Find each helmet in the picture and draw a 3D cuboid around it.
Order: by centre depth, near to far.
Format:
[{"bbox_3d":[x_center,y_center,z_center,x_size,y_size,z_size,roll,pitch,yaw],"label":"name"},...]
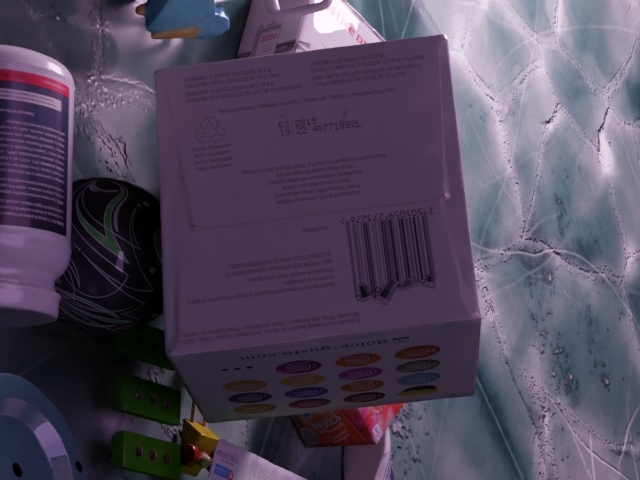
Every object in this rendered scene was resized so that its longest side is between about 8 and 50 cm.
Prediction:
[{"bbox_3d":[-0.251,0.025,1.913,0.169,0.169,0.161,50,30,-35],"label":"helmet"}]

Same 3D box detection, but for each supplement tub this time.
[{"bbox_3d":[-0.355,-0.054,1.768,0.191,0.191,0.272,14,72,-52],"label":"supplement tub"}]

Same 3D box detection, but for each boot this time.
[{"bbox_3d":[0.077,0.340,2.390,0.086,0.069,0.190,22,74,-57],"label":"boot"}]

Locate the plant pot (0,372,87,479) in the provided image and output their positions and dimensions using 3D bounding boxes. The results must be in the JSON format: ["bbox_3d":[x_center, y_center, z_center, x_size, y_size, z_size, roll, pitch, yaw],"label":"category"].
[{"bbox_3d":[-0.368,0.247,1.575,0.271,0.255,0.271,48,28,-36],"label":"plant pot"}]

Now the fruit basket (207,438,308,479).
[{"bbox_3d":[-0.095,0.434,2.089,0.353,0.165,0.327,46,54,-67],"label":"fruit basket"}]

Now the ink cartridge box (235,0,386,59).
[{"bbox_3d":[-0.020,-0.182,2.305,0.207,0.117,0.283,40,53,-41],"label":"ink cartridge box"}]

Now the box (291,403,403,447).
[{"bbox_3d":[0.058,0.159,2.341,0.257,0.122,0.128,-51,122,-45],"label":"box"}]

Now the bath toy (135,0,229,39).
[{"bbox_3d":[-0.189,-0.429,2.113,0.129,0.151,0.348,-1,76,-35],"label":"bath toy"}]

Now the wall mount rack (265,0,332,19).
[{"bbox_3d":[-0.064,-0.463,2.155,0.350,0.130,0.304,39,45,-67],"label":"wall mount rack"}]

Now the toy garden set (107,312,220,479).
[{"bbox_3d":[-0.193,0.172,2.066,0.204,0.049,0.244,25,59,-53],"label":"toy garden set"}]

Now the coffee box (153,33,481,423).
[{"bbox_3d":[0.000,0.000,1.965,0.334,0.337,0.338,80,4,-70],"label":"coffee box"}]
